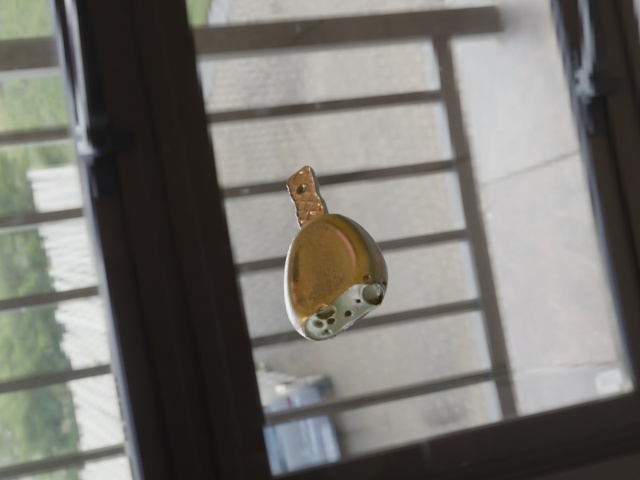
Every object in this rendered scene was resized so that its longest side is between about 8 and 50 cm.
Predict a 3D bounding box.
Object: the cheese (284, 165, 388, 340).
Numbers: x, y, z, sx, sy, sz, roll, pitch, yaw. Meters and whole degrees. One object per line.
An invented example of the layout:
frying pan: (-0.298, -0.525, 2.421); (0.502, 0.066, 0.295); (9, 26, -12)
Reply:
cheese: (0.000, 0.000, 1.141); (0.097, 0.037, 0.192); (-36, 39, 15)
